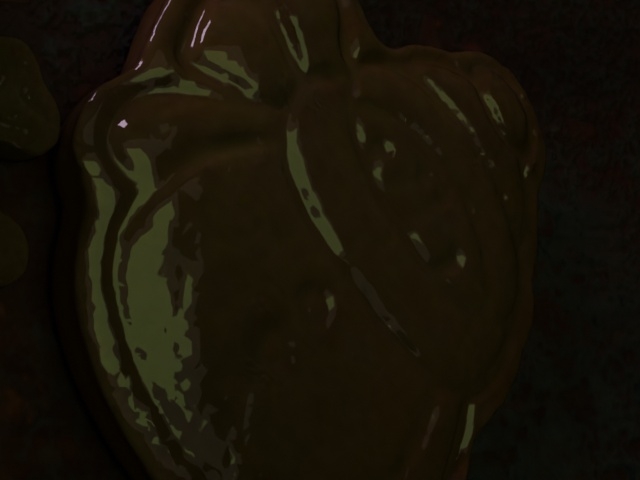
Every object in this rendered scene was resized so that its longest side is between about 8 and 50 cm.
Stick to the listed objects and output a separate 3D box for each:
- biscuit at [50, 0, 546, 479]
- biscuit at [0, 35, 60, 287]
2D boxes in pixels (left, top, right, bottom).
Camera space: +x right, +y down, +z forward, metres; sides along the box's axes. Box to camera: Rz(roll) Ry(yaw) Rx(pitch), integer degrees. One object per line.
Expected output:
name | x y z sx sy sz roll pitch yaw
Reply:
biscuit | 0.000 0.000 0.950 0.312 0.057 0.351 46 58 -24
biscuit | -0.228 -0.064 0.797 0.236 0.040 0.144 26 61 -35
